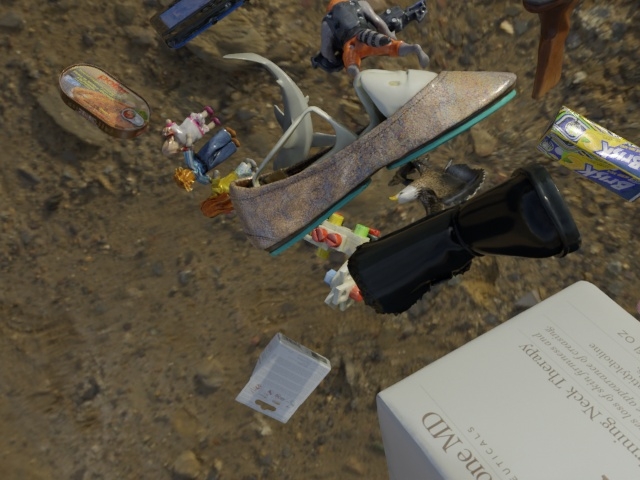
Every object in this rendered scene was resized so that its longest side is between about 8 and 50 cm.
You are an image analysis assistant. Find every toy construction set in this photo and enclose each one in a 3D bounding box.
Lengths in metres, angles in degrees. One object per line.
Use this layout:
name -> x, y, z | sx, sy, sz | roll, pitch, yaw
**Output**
toy construction set -> 0.000, 0.000, 1.389 | 0.327, 0.215, 0.151 | 43, 108, 28

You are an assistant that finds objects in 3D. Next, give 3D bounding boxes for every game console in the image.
game console -> -0.237, -0.510, 1.243 | 0.250, 0.293, 0.173 | -35, 121, -2

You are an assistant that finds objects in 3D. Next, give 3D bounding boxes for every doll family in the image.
doll family -> -0.226, -0.146, 1.421 | 0.163, 0.118, 0.263 | -45, 124, -21

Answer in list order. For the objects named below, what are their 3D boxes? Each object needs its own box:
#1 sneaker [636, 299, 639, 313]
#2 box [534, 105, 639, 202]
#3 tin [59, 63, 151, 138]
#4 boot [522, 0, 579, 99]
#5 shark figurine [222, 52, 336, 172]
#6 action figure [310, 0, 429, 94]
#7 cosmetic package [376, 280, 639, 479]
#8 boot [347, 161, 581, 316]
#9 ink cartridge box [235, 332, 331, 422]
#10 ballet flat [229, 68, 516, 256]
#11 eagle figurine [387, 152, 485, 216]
sneaker -> 0.670, 0.126, 1.276 | 0.134, 0.070, 0.051 | 10, 74, 29
box -> 0.411, -0.127, 1.003 | 0.169, 0.059, 0.054 | 29, 67, 3
tin -> -0.420, -0.271, 1.320 | 0.189, 0.106, 0.040 | 36, 145, 1
boot -> 0.493, -0.449, 1.497 | 0.096, 0.264, 0.280 | 20, 132, 21
shark figurine -> -0.070, -0.236, 1.288 | 0.166, 0.116, 0.278 | 2, 126, 29
action figure -> 0.135, -0.534, 1.697 | 0.341, 0.178, 0.330 | -34, 53, -2
cosmetic package -> 0.343, 0.339, 1.001 | 0.393, 0.329, 0.327 | -25, 133, -16
boot -> 0.133, 0.011, 0.692 | 0.207, 0.246, 0.094 | -27, 90, 4
ink cartridge box -> -0.112, 0.404, 1.981 | 0.189, 0.066, 0.232 | 32, 110, -22
ballet flat -> 0.040, -0.103, 0.675 | 0.316, 0.107, 0.106 | -33, 99, 9
eagle figurine -> 0.272, -0.105, 1.626 | 0.225, 0.226, 0.298 | -37, 49, -1
